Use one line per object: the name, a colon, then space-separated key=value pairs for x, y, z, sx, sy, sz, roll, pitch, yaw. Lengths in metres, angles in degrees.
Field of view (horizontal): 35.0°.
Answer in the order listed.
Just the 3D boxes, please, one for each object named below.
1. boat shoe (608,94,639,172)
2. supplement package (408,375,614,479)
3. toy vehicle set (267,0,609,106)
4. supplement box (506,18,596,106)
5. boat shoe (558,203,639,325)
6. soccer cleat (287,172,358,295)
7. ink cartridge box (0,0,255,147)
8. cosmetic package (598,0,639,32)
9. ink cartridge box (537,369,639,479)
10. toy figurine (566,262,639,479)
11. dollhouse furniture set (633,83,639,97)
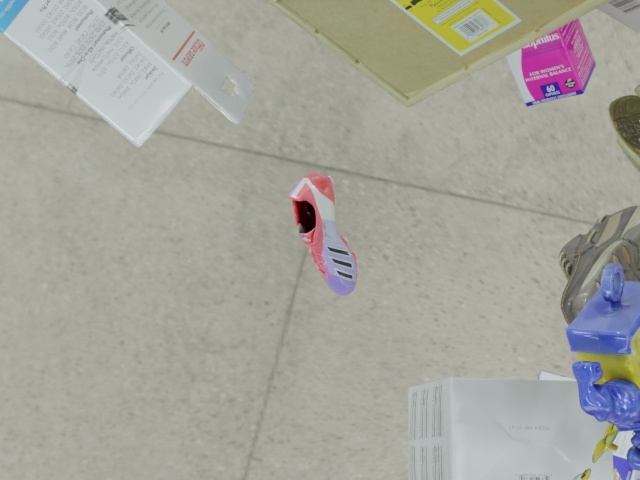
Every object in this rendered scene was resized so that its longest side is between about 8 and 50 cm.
boat shoe: x=0.340 y=-0.085 z=1.030 sx=0.056 sy=0.048 sz=0.153 roll=-24 pitch=55 yaw=-7
supplement package: x=0.222 y=0.248 z=1.235 sx=0.194 sy=0.203 sz=0.149 roll=3 pitch=77 yaw=-9
toy vehicle set: x=0.091 y=-0.204 z=0.792 sx=0.267 sy=0.166 sz=0.035 roll=-21 pitch=40 yaw=55
supplement box: x=0.381 y=-0.360 z=1.756 sx=0.111 sy=0.114 sz=0.220 roll=-10 pitch=121 yaw=35
boat shoe: x=0.453 y=0.050 z=1.611 sx=0.130 sy=0.355 sz=0.132 roll=-11 pitch=105 yaw=41
soccer cleat: x=0.000 y=0.000 z=1.770 sx=0.083 sy=0.095 sz=0.248 roll=9 pitch=125 yaw=36
ink cartridge box: x=-0.133 y=-0.130 z=0.668 sx=0.180 sy=0.104 sz=0.060 roll=41 pitch=109 yaw=-14
cosmetic package: x=0.581 y=-0.577 z=1.766 sx=0.197 sy=0.155 sz=0.365 roll=24 pitch=80 yaw=-17
ink cartridge box: x=0.433 y=0.335 z=1.663 sx=0.208 sy=0.045 sz=0.206 roll=13 pitch=83 yaw=40
toy figurine: x=0.345 y=0.107 z=1.007 sx=0.191 sy=0.362 sz=0.217 roll=-7 pitch=112 yaw=43
dollhouse furniture set: x=0.329 y=-0.116 z=0.691 sx=0.129 sy=0.183 sz=0.129 roll=-44 pitch=88 yaw=-1
